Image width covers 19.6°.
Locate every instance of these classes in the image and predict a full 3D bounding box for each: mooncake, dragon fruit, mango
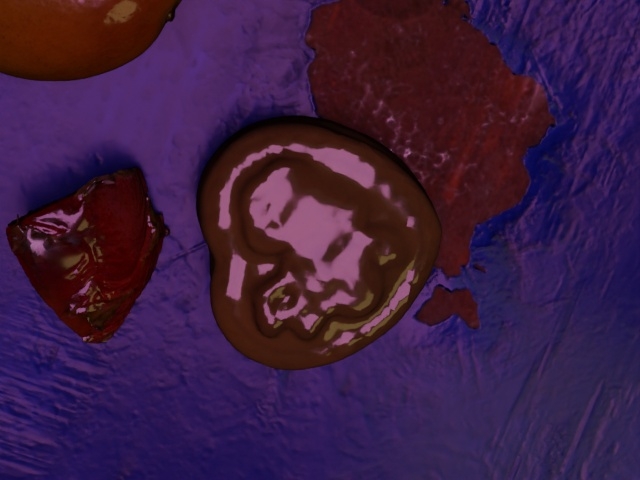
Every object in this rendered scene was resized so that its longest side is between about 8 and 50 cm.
[{"bbox_3d":[0.000,0.000,1.726,0.235,0.117,0.235,-1,101,-3],"label":"mooncake"},{"bbox_3d":[-0.202,0.020,1.708,0.120,0.127,0.161,-22,103,8],"label":"dragon fruit"},{"bbox_3d":[-0.239,-0.227,1.640,0.254,0.139,0.175,-12,92,5],"label":"mango"}]
